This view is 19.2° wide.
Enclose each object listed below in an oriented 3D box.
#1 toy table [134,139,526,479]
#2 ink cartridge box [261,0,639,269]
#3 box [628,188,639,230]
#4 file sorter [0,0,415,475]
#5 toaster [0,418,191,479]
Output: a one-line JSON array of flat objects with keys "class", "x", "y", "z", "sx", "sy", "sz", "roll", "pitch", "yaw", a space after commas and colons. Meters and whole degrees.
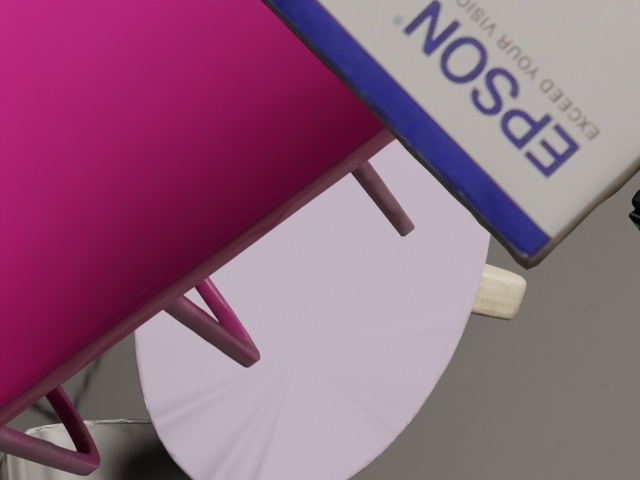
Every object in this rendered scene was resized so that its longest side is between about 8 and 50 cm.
[{"class": "toy table", "x": 0.000, "y": 0.000, "z": 1.054, "sx": 0.252, "sy": 0.161, "sz": 0.274, "roll": 30, "pitch": 97, "yaw": -3}, {"class": "ink cartridge box", "x": 0.109, "y": -0.185, "z": 0.317, "sx": 0.371, "sy": 0.069, "sz": 0.176, "roll": -44, "pitch": 93, "yaw": 8}, {"class": "box", "x": 0.372, "y": -0.017, "z": 0.776, "sx": 0.395, "sy": 0.318, "sz": 0.097, "roll": -41, "pitch": 12, "yaw": -7}, {"class": "file sorter", "x": -0.088, "y": -0.045, "z": 0.615, "sx": 0.291, "sy": 0.182, "sz": 0.202, "roll": -36, "pitch": 75, "yaw": 1}, {"class": "toaster", "x": -0.111, "y": 0.186, "z": 1.127, "sx": 0.146, "sy": 0.227, "sz": 0.129, "roll": -122, "pitch": 35, "yaw": -65}]
